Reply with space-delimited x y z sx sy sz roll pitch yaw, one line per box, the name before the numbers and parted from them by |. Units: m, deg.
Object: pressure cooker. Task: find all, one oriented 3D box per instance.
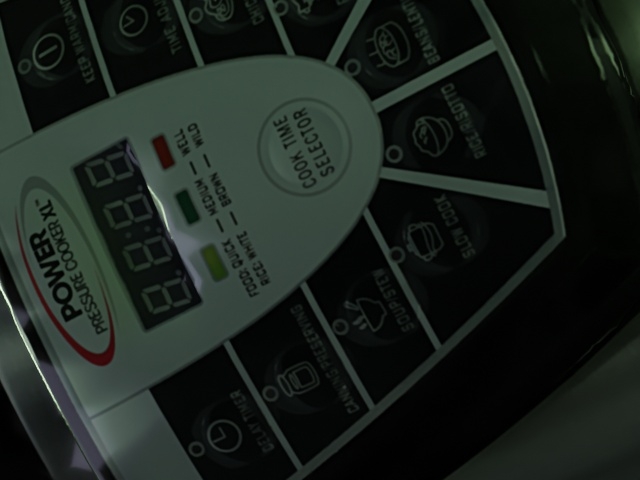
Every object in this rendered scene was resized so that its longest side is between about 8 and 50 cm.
pressure cooker | 0.002 0.002 0.639 0.375 0.420 0.370 55 -164 -35
